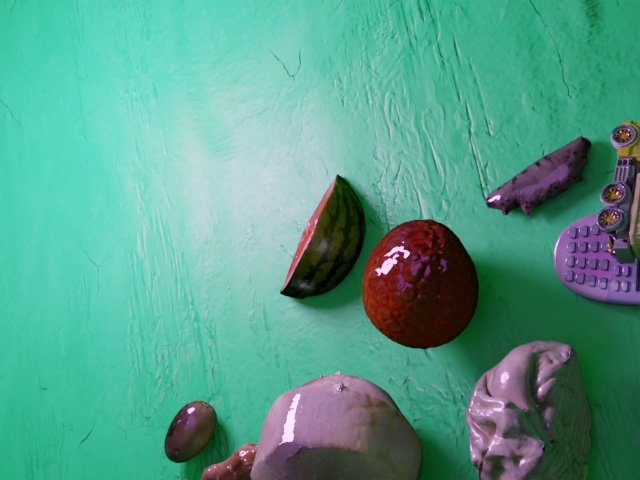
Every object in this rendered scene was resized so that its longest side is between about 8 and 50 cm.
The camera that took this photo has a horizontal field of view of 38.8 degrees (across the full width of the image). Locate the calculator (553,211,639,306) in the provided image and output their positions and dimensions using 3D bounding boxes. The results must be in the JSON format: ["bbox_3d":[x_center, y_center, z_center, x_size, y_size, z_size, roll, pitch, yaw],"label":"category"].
[{"bbox_3d":[0.593,0.033,1.732,0.299,0.041,0.185,0,79,30],"label":"calculator"}]

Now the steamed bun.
[{"bbox_3d":[0.370,0.350,1.667,0.206,0.275,0.320,-5,40,39],"label":"steamed bun"}]

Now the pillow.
[{"bbox_3d":[0.450,-0.116,1.836,0.241,0.051,0.093,-33,65,15],"label":"pillow"}]

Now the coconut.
[{"bbox_3d":[0.031,0.454,1.792,0.353,0.352,0.352,-7,76,27],"label":"coconut"}]

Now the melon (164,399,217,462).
[{"bbox_3d":[-0.300,0.441,2.087,0.099,0.099,0.162,38,103,29],"label":"melon"}]

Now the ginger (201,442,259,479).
[{"bbox_3d":[-0.196,0.519,2.031,0.190,0.069,0.095,-39,42,16],"label":"ginger"}]

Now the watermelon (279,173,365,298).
[{"bbox_3d":[0.025,0.012,2.025,0.128,0.159,0.303,24,93,-8],"label":"watermelon"}]

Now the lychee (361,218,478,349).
[{"bbox_3d":[0.201,0.094,1.830,0.255,0.300,0.255,-1,58,2],"label":"lychee"}]

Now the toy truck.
[{"bbox_3d":[0.606,-0.088,1.662,0.157,0.124,0.272,1,60,31],"label":"toy truck"}]
